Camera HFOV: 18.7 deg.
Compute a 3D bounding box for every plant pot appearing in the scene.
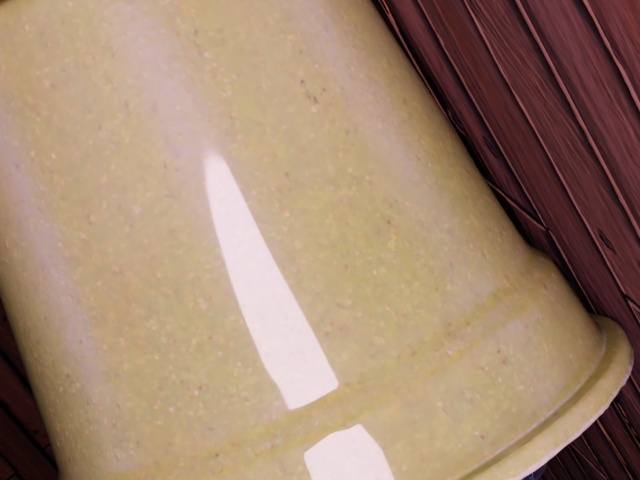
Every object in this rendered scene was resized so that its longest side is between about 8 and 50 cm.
[{"bbox_3d":[-0.041,-0.008,0.848,0.254,0.276,0.276,64,173,-8],"label":"plant pot"}]

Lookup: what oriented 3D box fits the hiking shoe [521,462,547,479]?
[{"bbox_3d":[0.098,0.128,1.337,0.304,0.132,0.113,120,147,-66],"label":"hiking shoe"}]
